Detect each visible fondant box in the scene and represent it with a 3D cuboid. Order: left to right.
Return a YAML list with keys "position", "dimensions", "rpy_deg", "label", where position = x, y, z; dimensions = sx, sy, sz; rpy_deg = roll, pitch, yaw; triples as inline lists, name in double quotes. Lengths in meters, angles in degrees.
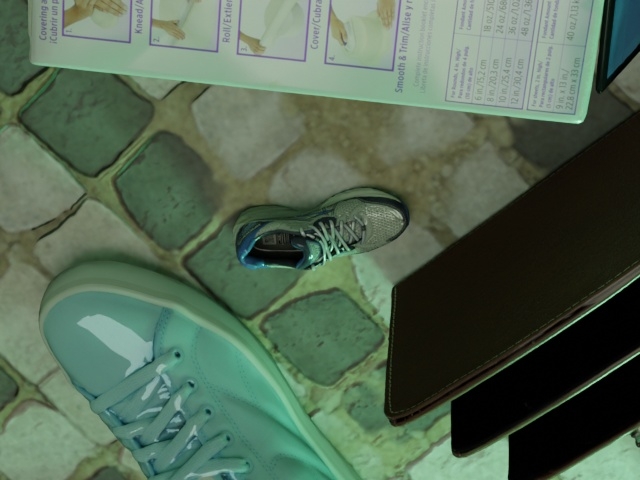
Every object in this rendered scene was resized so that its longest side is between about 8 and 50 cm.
- position: [0.005, -0.175, 1.036]
  dimensions: [0.330, 0.238, 0.096]
  rpy_deg: [5, 116, 3]
  label: "fondant box"

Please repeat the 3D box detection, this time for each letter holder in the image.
- position: [0.207, 0.049, 1.135]
  dimensions: [0.302, 0.214, 0.152]
  rpy_deg: [-37, 106, 19]
  label: "letter holder"

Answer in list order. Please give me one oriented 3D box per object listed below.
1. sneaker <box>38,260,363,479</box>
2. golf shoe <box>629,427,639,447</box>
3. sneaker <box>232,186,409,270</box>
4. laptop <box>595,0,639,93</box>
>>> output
- position: [-0.076, 0.169, 1.253]
  dimensions: [0.135, 0.150, 0.366]
  rpy_deg: [-41, 105, 20]
  label: "sneaker"
- position: [0.292, 0.167, 1.262]
  dimensions: [0.086, 0.067, 0.186]
  rpy_deg: [-28, 116, 3]
  label: "golf shoe"
- position: [0.000, 0.000, 1.218]
  dimensions: [0.135, 0.058, 0.052]
  rpy_deg: [-11, 113, 9]
  label: "sneaker"
- position: [0.281, -0.227, 1.009]
  dimensions: [0.264, 0.136, 0.234]
  rpy_deg: [-3, 116, -12]
  label: "laptop"
